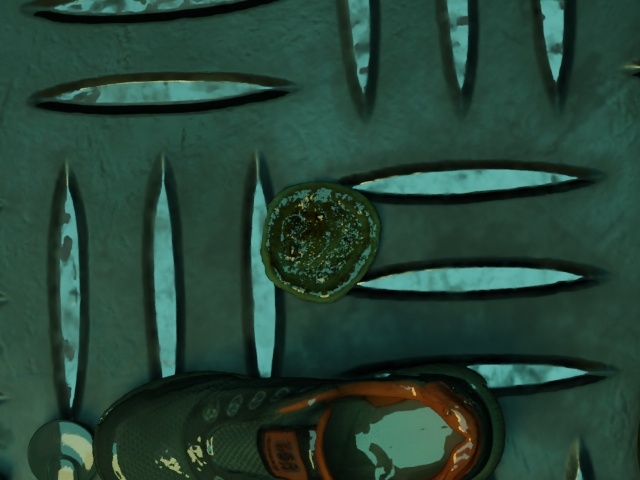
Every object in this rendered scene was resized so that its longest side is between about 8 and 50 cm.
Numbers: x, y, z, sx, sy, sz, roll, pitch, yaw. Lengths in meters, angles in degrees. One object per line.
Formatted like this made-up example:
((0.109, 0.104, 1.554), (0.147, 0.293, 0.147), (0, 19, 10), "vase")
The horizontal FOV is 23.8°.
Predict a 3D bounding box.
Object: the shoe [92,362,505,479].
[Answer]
((-0.023, 0.165, 1.186), (0.336, 0.171, 0.132), (-4, 86, 5), "shoe")

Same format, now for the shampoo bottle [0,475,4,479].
((-0.398, 0.182, 1.262), (0.258, 0.104, 0.061), (25, 126, 7), "shampoo bottle")

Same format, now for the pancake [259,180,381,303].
((0.000, 0.001, 1.272), (0.108, 0.017, 0.108), (-1, 84, 9), "pancake")

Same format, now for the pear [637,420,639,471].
((0.379, 0.141, 1.151), (0.255, 0.238, 0.164), (-28, 55, 26), "pear")

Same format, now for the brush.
((-0.211, 0.282, 1.275), (0.062, 0.027, 0.266), (-2, 90, 6), "brush")
